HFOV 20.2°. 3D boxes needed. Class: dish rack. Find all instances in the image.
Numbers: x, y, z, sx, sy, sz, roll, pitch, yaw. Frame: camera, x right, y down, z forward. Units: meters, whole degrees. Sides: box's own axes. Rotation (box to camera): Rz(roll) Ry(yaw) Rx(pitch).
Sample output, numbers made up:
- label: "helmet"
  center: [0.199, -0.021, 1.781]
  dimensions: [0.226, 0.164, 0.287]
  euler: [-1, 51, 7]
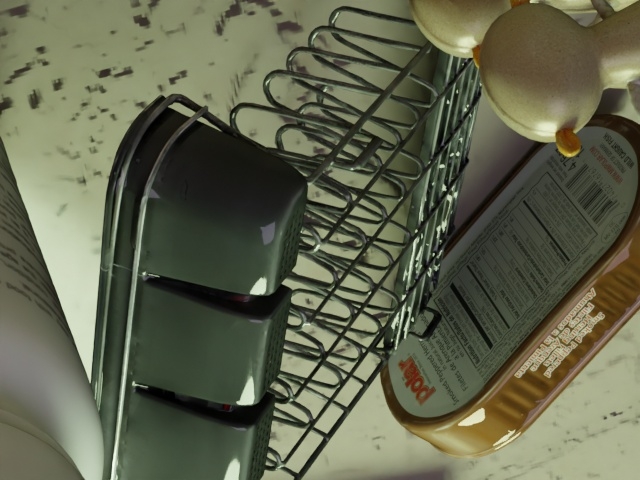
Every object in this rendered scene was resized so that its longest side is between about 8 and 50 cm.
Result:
- label: "dish rack"
  center: [0.000, 0.000, 0.761]
  dimensions: [0.074, 0.271, 0.208]
  euler: [21, 126, 15]

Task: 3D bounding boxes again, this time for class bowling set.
- label: "bowling set"
  center: [0.073, -0.141, 0.705]
  dimensions: [0.154, 0.287, 0.200]
  euler: [-15, 162, -5]

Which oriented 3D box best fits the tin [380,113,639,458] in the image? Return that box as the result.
- label: "tin"
  center: [0.101, 0.021, 0.872]
  dimensions: [0.040, 0.106, 0.189]
  euler: [32, 106, -28]

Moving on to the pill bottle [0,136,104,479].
- label: "pill bottle"
  center: [-0.170, 0.051, 0.662]
  dimensions: [0.160, 0.283, 0.160]
  euler: [-11, 127, -16]
